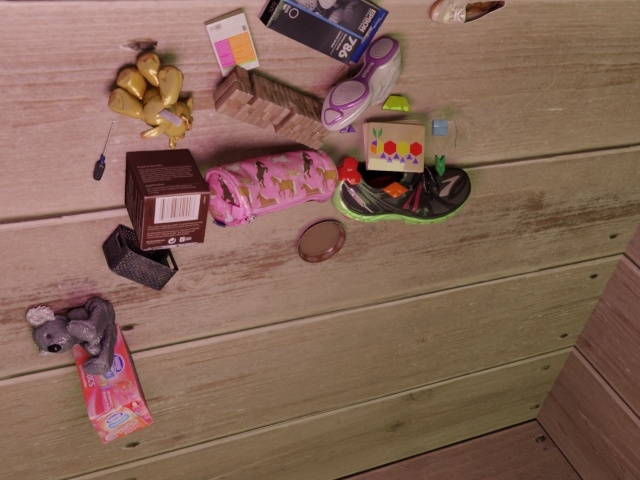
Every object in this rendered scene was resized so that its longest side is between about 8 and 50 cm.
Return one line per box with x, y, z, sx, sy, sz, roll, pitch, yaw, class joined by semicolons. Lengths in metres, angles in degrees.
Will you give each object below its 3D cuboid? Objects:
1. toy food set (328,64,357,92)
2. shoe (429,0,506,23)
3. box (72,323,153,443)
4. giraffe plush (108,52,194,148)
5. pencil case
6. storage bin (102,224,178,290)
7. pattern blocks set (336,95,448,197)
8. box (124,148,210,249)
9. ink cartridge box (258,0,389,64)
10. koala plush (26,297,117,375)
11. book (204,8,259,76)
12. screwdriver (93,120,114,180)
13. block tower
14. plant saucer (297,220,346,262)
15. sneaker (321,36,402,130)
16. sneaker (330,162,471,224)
0.059;-0.414;1.981;0.078;0.019;0.122;20;108;-41;toy food set
0.397;-0.625;1.955;0.219;0.058;0.076;-18;135;-16;shoe
-0.610;0.413;2.130;0.154;0.300;0.142;-20;136;-13;box
-0.370;-0.314;1.730;0.181;0.210;0.170;-40;166;3;giraffe plush
-0.122;-0.146;1.927;0.386;0.160;0.167;-20;102;-45;pencil case
-0.493;0.049;1.998;0.084;0.122;0.180;-47;135;15;storage bin
0.208;-0.267;2.081;0.325;0.026;0.285;10;91;-13;pattern blocks set
-0.393;-0.107;1.856;0.168;0.203;0.167;-7;131;-25;box
0.025;-0.549;1.805;0.333;0.065;0.165;12;121;-39;ink cartridge box
-0.704;0.261;2.057;0.221;0.203;0.196;-6;125;2;koala plush
-0.212;-0.473;1.757;0.096;0.035;0.144;-21;136;-6;book
-0.535;-0.222;1.803;0.025;0.024;0.170;-25;144;-53;screwdriver
-0.112;-0.337;1.873;0.335;0.091;0.097;16;138;-42;block tower
0.000;0.000;2.313;0.168;0.029;0.168;-16;134;-18;plant saucer
0.125;-0.388;1.929;0.305;0.114;0.152;-50;148;-13;sneaker
0.268;-0.168;2.206;0.483;0.185;0.202;-7;135;-27;sneaker
